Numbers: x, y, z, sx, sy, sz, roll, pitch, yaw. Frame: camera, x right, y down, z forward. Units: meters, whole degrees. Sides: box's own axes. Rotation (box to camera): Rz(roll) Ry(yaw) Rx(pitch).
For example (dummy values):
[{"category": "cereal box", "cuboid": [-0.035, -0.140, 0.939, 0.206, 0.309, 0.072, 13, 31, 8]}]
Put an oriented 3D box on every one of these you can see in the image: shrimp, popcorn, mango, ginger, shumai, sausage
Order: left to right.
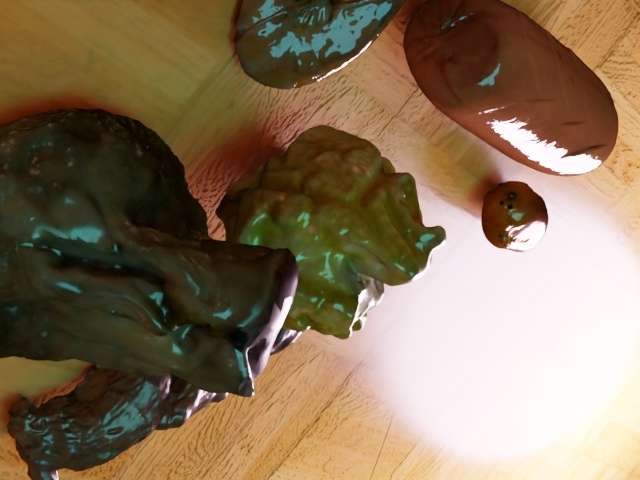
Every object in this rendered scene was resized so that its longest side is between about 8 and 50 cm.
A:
[{"category": "shumai", "cuboid": [-0.159, 0.030, 1.025, 0.272, 0.203, 0.222, -14, 133, -35]}, {"category": "ginger", "cuboid": [-0.151, 0.131, 1.260, 0.290, 0.084, 0.122, -25, 119, -24]}, {"category": "popcorn", "cuboid": [0.001, 0.001, 1.190, 0.187, 0.167, 0.185, -42, 174, -6]}, {"category": "shrimp", "cuboid": [0.022, -0.221, 1.117, 0.236, 0.053, 0.133, -40, 126, -4]}, {"category": "mango", "cuboid": [0.214, -0.024, 1.505, 0.077, 0.063, 0.127, -54, 152, 1]}, {"category": "sausage", "cuboid": [0.186, -0.146, 1.297, 0.121, 0.121, 0.304, -54, 146, 11]}]
